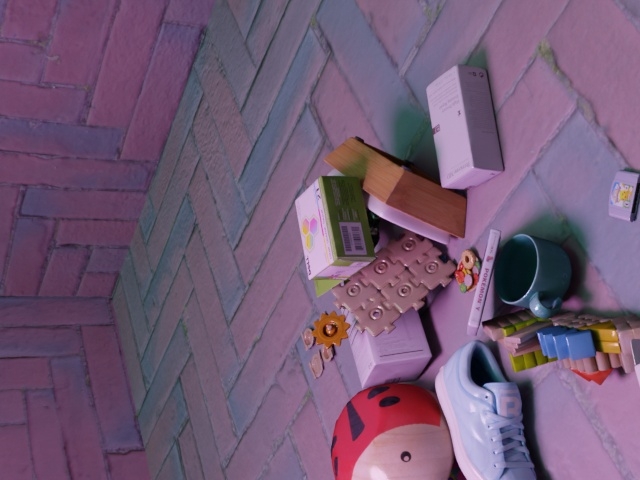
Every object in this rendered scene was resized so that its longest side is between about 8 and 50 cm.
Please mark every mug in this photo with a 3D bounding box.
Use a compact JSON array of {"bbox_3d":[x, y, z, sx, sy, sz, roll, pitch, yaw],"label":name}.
[{"bbox_3d":[0.392,0.074,1.663,0.129,0.097,0.157,-23,56,60],"label":"mug"}]

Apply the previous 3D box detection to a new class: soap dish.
[{"bbox_3d":[0.166,-0.115,1.998,0.118,0.229,0.291,-62,34,10],"label":"soap dish"}]

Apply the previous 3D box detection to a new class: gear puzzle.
[{"bbox_3d":[0.128,0.125,1.985,0.175,0.339,0.044,46,170,33],"label":"gear puzzle"}]

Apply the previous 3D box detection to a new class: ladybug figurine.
[{"bbox_3d":[0.134,0.430,1.920,0.305,0.162,0.449,-52,11,1],"label":"ladybug figurine"}]

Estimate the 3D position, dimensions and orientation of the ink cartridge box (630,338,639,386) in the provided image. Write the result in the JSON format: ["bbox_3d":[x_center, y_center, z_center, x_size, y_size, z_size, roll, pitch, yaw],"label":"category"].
[{"bbox_3d":[0.546,0.232,1.366,0.067,0.115,0.198,-41,53,54],"label":"ink cartridge box"}]

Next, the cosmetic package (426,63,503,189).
[{"bbox_3d":[0.296,-0.232,1.896,0.117,0.086,0.231,-34,57,56],"label":"cosmetic package"}]

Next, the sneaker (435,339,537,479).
[{"bbox_3d":[0.329,0.346,1.739,0.365,0.135,0.150,65,144,39],"label":"sneaker"}]

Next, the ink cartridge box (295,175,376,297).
[{"bbox_3d":[0.000,0.000,1.953,0.255,0.097,0.188,-39,56,53],"label":"ink cartridge box"}]

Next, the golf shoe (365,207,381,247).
[{"bbox_3d":[0.088,-0.010,2.164,0.272,0.105,0.120,-60,-9,-45],"label":"golf shoe"}]

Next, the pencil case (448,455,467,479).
[{"bbox_3d":[0.288,0.541,1.836,0.236,0.105,0.104,57,135,48],"label":"pencil case"}]

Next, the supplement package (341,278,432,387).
[{"bbox_3d":[0.140,0.189,2.070,0.133,0.139,0.244,108,152,-56],"label":"supplement package"}]

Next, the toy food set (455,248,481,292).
[{"bbox_3d":[0.309,0.067,1.914,0.083,0.020,0.082,-60,39,40],"label":"toy food set"}]

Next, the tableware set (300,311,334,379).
[{"bbox_3d":[-0.004,0.284,2.473,0.168,0.020,0.141,-52,44,47],"label":"tableware set"}]

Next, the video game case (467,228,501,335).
[{"bbox_3d":[0.311,0.085,1.746,0.201,0.023,0.183,51,-127,-76],"label":"video game case"}]

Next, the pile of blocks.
[{"bbox_3d":[0.417,0.195,1.575,0.362,0.149,0.112,-3,105,64],"label":"pile of blocks"}]

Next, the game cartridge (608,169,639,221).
[{"bbox_3d":[0.515,-0.077,1.552,0.056,0.017,0.083,-153,69,-63],"label":"game cartridge"}]
